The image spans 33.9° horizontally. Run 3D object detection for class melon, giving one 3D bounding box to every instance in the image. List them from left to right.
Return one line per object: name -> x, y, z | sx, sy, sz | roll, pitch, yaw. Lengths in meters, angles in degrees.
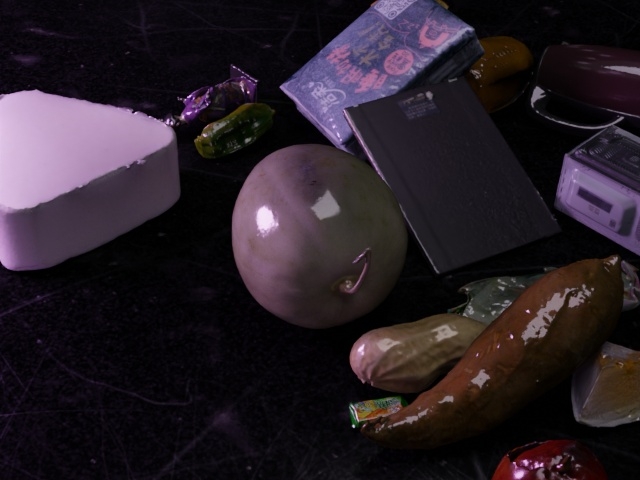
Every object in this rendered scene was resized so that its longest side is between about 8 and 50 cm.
melon -> -0.003, -0.010, 1.536 | 0.272, 0.271, 0.308 | 1, 49, -2
melon -> 0.411, 0.177, 1.459 | 0.203, 0.093, 0.139 | -12, 34, -24

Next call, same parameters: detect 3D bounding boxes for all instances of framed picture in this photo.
framed picture -> 0.219, -0.116, 1.758 | 0.255, 0.014, 0.338 | -19, 68, -24

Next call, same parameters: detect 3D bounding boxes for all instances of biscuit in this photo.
biscuit -> 0.081, 0.232, 1.429 | 0.089, 0.016, 0.046 | -7, 41, -12

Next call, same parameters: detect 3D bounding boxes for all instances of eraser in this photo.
eraser -> -0.434, -0.123, 1.733 | 0.332, 0.149, 0.331 | 2, 42, -2

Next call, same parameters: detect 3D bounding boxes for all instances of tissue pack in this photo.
tissue pack -> 0.109, -0.314, 1.917 | 0.316, 0.103, 0.228 | -41, 49, 0

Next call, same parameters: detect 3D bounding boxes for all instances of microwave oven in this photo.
microwave oven -> 0.520, -0.082, 1.747 | 0.162, 0.122, 0.208 | -31, 50, -35

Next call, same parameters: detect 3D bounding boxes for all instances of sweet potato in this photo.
sweet potato -> 0.246, 0.164, 1.402 | 0.423, 0.130, 0.130 | -35, 49, -8

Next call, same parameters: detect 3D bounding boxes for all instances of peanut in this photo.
peanut -> 0.147, 0.155, 1.468 | 0.214, 0.090, 0.098 | -13, 45, -17

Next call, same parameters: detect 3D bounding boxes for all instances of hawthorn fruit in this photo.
hawthorn fruit -> 0.275, 0.297, 1.243 | 0.148, 0.172, 0.148 | -2, 54, 3

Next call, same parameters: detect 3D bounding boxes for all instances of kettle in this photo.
kettle -> 0.518, -0.281, 2.000 | 0.232, 0.144, 0.202 | 15, 72, 24

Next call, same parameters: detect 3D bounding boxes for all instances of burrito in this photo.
burrito -> 0.336, 0.088, 1.577 | 0.309, 0.066, 0.096 | -8, 43, -8

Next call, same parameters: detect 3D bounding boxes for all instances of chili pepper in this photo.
chili pepper -> -0.135, -0.213, 1.910 | 0.073, 0.072, 0.204 | 29, 47, 31

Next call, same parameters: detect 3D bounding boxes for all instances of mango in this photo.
mango -> 0.306, -0.322, 2.009 | 0.249, 0.156, 0.151 | -35, 16, -34

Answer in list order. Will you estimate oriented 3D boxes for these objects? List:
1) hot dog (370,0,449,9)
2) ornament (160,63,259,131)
hot dog -> 0.193, -0.482, 2.255 | 0.169, 0.078, 0.061 | -1, 55, 3
ornament -> -0.218, -0.254, 1.948 | 0.203, 0.088, 0.081 | -25, 46, -27
